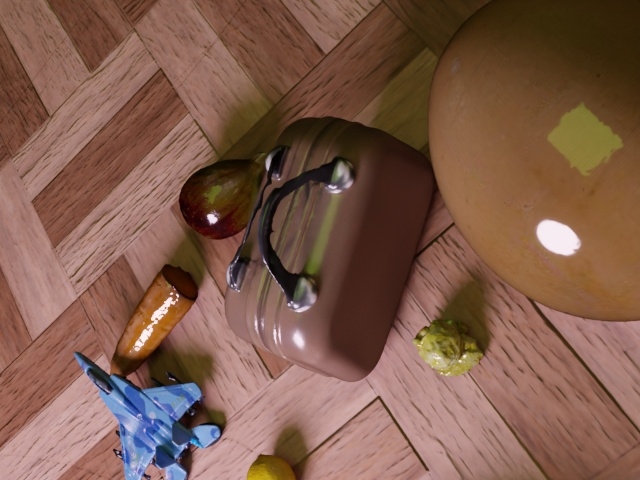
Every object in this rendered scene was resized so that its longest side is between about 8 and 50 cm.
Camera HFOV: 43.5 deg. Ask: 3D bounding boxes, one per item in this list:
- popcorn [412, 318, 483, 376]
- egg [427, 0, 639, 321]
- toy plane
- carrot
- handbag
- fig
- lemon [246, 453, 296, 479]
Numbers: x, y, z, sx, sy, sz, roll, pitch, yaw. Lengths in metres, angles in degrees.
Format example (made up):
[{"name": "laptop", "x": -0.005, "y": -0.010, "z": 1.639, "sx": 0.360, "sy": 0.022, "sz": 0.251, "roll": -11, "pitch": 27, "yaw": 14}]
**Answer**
[{"name": "popcorn", "x": 0.150, "y": 0.129, "z": 0.951, "sx": 0.083, "sy": 0.068, "sz": 0.060, "roll": 29, "pitch": 120, "yaw": -4}, {"name": "egg", "x": 0.264, "y": -0.093, "z": 0.806, "sx": 0.301, "sy": 0.301, "sz": 0.374, "roll": -45, "pitch": 53, "yaw": 11}, {"name": "toy plane", "x": -0.259, "y": 0.235, "z": 1.129, "sx": 0.246, "sy": 0.078, "sz": 0.169, "roll": 37, "pitch": 95, "yaw": 25}, {"name": "carrot", "x": -0.255, "y": 0.134, "z": 1.175, "sx": 0.072, "sy": 0.072, "sz": 0.205, "roll": 44, "pitch": 108, "yaw": 30}, {"name": "handbag", "x": 0.000, "y": 0.000, "z": 0.935, "sx": 0.149, "sy": 0.283, "sz": 0.302, "roll": 17, "pitch": 85, "yaw": 29}, {"name": "fig", "x": -0.129, "y": -0.073, "z": 1.132, "sx": 0.109, "sy": 0.103, "sz": 0.155, "roll": 43, "pitch": 108, "yaw": 8}, {"name": "lemon", "x": -0.061, "y": 0.309, "z": 1.015, "sx": 0.062, "sy": 0.062, "sz": 0.083, "roll": -33, "pitch": 65, "yaw": 18}]
